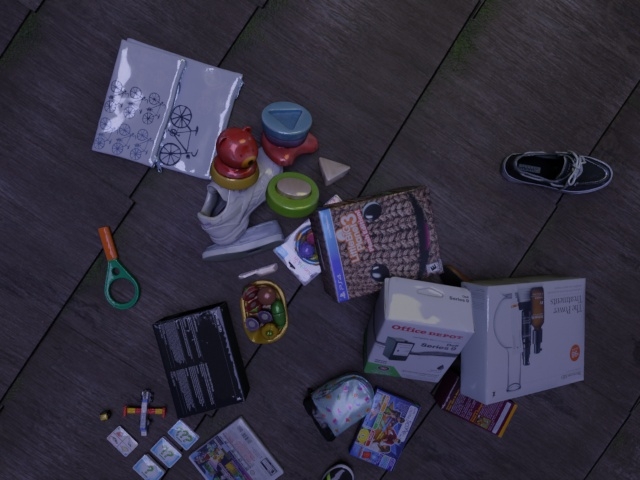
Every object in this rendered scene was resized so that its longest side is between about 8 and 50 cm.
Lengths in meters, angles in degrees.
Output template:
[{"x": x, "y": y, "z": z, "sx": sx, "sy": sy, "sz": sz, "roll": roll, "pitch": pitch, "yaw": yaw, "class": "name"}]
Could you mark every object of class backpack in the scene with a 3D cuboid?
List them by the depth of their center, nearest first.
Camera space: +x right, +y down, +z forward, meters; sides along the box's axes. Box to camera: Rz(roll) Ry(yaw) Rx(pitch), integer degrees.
[{"x": 0.061, "y": 0.443, "z": 1.211, "sx": 0.182, "sy": 0.115, "sz": 0.152, "roll": -34, "pitch": 90, "yaw": -4, "class": "backpack"}]

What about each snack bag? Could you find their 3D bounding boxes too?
[{"x": -0.412, "y": -0.347, "z": 1.212, "sx": 0.342, "sy": 0.037, "sz": 0.323, "roll": 17, "pitch": 90, "yaw": -3, "class": "snack bag"}]

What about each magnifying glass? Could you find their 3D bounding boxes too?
[{"x": -0.562, "y": 0.076, "z": 1.226, "sx": 0.092, "sy": 0.026, "sz": 0.231, "roll": -16, "pitch": 94, "yaw": -1, "class": "magnifying glass"}]

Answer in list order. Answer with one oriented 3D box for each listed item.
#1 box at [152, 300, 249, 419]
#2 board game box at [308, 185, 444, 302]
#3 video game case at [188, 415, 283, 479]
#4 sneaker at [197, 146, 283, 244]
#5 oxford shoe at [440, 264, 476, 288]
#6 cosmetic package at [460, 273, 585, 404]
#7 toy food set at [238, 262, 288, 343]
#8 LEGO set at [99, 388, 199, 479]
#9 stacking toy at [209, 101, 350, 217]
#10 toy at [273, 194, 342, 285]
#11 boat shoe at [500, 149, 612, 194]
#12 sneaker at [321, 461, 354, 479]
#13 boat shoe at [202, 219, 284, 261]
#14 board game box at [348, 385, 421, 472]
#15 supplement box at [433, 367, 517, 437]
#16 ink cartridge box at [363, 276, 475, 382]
[{"x": -0.315, "y": 0.316, "z": 1.200, "sx": 0.184, "sy": 0.103, "sz": 0.261, "roll": -14, "pitch": 92, "yaw": 1, "class": "box"}, {"x": 0.139, "y": 0.001, "z": 1.155, "sx": 0.291, "sy": 0.141, "sz": 0.232, "roll": -15, "pitch": 98, "yaw": -12, "class": "board game box"}, {"x": -0.235, "y": 0.625, "z": 1.251, "sx": 0.183, "sy": 0.023, "sz": 0.201, "roll": -37, "pitch": 93, "yaw": -1, "class": "video game case"}, {"x": -0.199, "y": -0.137, "z": 1.146, "sx": 0.114, "sy": 0.152, "sz": 0.305, "roll": 22, "pitch": 72, "yaw": 26, "class": "sneaker"}, {"x": 0.422, "y": 0.139, "z": 1.249, "sx": 0.212, "sy": 0.076, "sz": 0.076, "roll": 44, "pitch": 59, "yaw": 0, "class": "oxford shoe"}, {"x": 0.533, "y": 0.242, "z": 1.162, "sx": 0.377, "sy": 0.097, "sz": 0.284, "roll": -1, "pitch": 94, "yaw": -27, "class": "cosmetic package"}, {"x": -0.159, "y": 0.180, "z": 1.217, "sx": 0.128, "sy": 0.071, "sz": 0.218, "roll": -10, "pitch": 92, "yaw": -2, "class": "toy food set"}, {"x": -0.485, "y": 0.529, "z": 1.224, "sx": 0.182, "sy": 0.060, "sz": 0.244, "roll": -44, "pitch": 92, "yaw": -4, "class": "LEGO set"}, {"x": -0.084, "y": -0.217, "z": 1.091, "sx": 0.279, "sy": 0.130, "sz": 0.309, "roll": 34, "pitch": 54, "yaw": 14, "class": "stacking toy"}, {"x": 0.000, "y": 0.000, "z": 1.226, "sx": 0.237, "sy": 0.056, "sz": 0.137, "roll": -41, "pitch": 92, "yaw": -1, "class": "toy"}, {"x": 0.662, "y": -0.195, "z": 1.219, "sx": 0.306, "sy": 0.105, "sz": 0.113, "roll": 11, "pitch": 91, "yaw": -2, "class": "boat shoe"}, {"x": 0.017, "y": 0.729, "z": 1.225, "sx": 0.084, "sy": 0.097, "sz": 0.234, "roll": 34, "pitch": 90, "yaw": -3, "class": "sneaker"}, {"x": -0.213, "y": -0.001, "z": 1.216, "sx": 0.227, "sy": 0.079, "sz": 0.081, "roll": -15, "pitch": 72, "yaw": 0, "class": "boat shoe"}, {"x": 0.180, "y": 0.529, "z": 1.257, "sx": 0.136, "sy": 0.035, "sz": 0.201, "roll": 24, "pitch": 91, "yaw": -2, "class": "board game box"}, {"x": 0.427, "y": 0.447, "z": 1.240, "sx": 0.188, "sy": 0.081, "sz": 0.104, "roll": 27, "pitch": 91, "yaw": -3, "class": "supplement box"}, {"x": 0.233, "y": 0.232, "z": 1.121, "sx": 0.211, "sy": 0.289, "sz": 0.121, "roll": 8, "pitch": 50, "yaw": 0, "class": "ink cartridge box"}]
